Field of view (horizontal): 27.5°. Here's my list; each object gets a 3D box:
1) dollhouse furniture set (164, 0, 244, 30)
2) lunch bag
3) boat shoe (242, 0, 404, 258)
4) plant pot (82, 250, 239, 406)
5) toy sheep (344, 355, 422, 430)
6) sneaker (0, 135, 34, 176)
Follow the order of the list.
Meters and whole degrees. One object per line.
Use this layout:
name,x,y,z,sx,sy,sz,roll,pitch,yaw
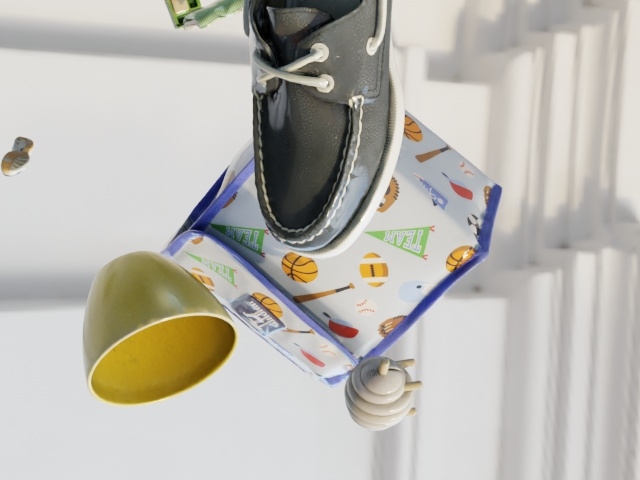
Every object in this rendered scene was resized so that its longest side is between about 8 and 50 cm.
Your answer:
dollhouse furniture set,-0.117,-0.249,1.320,0.151,0.076,0.059,17,-54,67
lunch bag,0.000,0.000,1.790,0.385,0.328,0.239,-44,-169,33
boat shoe,-0.004,-0.140,0.829,0.114,0.091,0.303,5,-90,29
plant pot,-0.149,0.066,1.122,0.134,0.134,0.095,-57,-131,40
toy sheep,0.071,0.176,1.535,0.132,0.091,0.091,94,-26,-46
sneaker,-0.374,-0.094,1.615,0.083,0.032,0.037,-77,-170,-60
